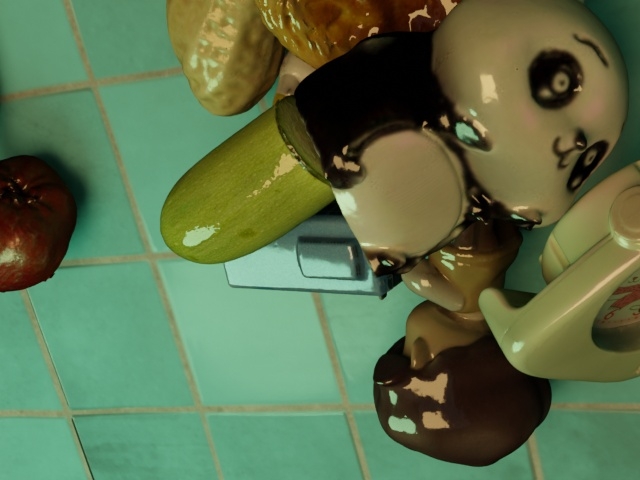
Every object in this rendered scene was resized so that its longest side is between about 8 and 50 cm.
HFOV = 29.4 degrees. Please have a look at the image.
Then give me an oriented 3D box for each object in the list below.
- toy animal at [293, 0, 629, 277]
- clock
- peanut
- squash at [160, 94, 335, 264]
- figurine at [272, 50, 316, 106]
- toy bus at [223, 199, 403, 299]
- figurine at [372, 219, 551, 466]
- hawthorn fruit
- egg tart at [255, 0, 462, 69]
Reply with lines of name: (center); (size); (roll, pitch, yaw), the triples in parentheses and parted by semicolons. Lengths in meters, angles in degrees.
toy animal: (0.147, -0.126, 1.208); (0.310, 0.251, 0.251); (-22, 103, 5)
clock: (0.348, 0.018, 1.272); (0.324, 0.265, 0.109); (-49, 49, 30)
peanut: (-0.095, -0.293, 1.402); (0.152, 0.152, 0.313); (27, 127, 14)
squash: (-0.087, -0.051, 1.405); (0.247, 0.132, 0.132); (-35, 94, 29)
figurine: (0.029, -0.164, 1.443); (0.178, 0.109, 0.129); (41, 111, -5)
toy bus: (0.000, 0.000, 1.503); (0.234, 0.133, 0.116); (2, 112, 28)
figurine: (0.150, 0.093, 1.430); (0.206, 0.218, 0.365); (0, 107, 29)
hawthorn fruit: (-0.431, -0.012, 1.704); (0.185, 0.185, 0.202); (32, 139, 11)
egg tart: (0.086, -0.319, 1.275); (0.352, 0.150, 0.352); (5, 132, 5)
